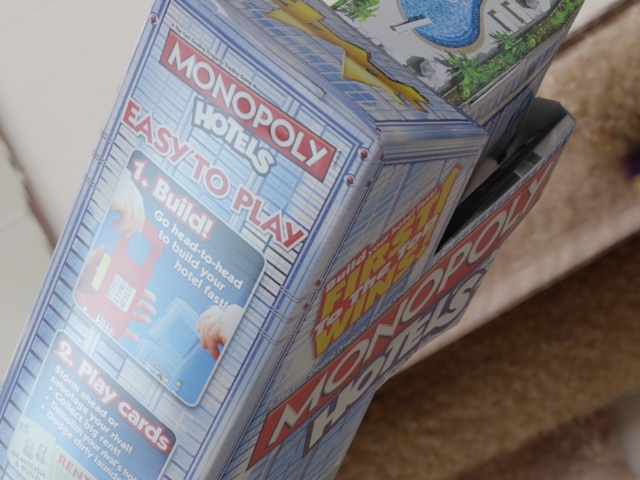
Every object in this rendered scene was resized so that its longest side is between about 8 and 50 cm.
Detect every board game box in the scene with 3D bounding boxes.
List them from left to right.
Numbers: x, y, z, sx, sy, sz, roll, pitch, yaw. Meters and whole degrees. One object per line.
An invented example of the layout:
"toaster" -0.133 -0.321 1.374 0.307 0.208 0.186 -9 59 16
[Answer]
"board game box" 0.000 0.000 0.416 0.060 0.194 0.194 40 142 15
